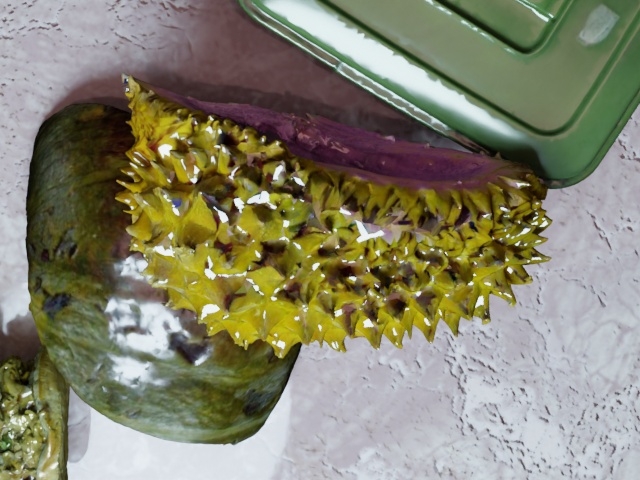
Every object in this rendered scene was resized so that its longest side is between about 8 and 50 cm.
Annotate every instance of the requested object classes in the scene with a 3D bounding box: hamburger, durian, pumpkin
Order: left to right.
[{"bbox_3d":[-0.273,0.166,1.148,0.131,0.159,0.185,-1,126,-8],"label":"hamburger"},{"bbox_3d":[-0.134,0.032,1.105,0.312,0.169,0.148,43,137,-6],"label":"pumpkin"},{"bbox_3d":[0.001,0.000,1.012,0.341,0.112,0.191,13,91,-3],"label":"durian"}]

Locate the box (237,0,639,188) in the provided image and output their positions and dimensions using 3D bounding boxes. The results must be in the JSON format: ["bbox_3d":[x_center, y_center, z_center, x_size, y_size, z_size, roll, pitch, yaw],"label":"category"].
[{"bbox_3d":[0.114,-0.216,1.102,0.329,0.178,0.252,32,94,-7],"label":"box"}]
